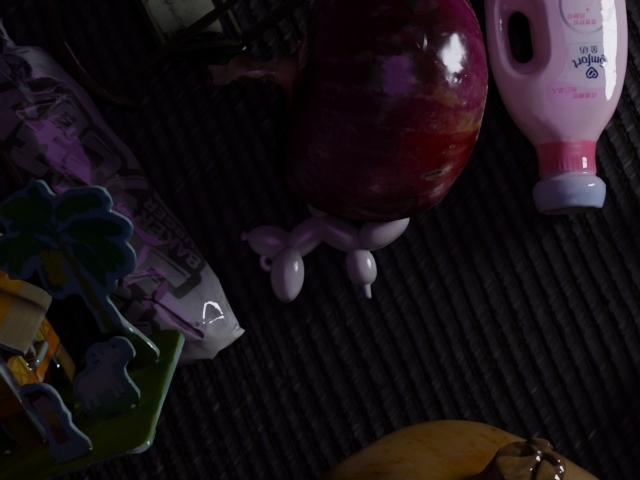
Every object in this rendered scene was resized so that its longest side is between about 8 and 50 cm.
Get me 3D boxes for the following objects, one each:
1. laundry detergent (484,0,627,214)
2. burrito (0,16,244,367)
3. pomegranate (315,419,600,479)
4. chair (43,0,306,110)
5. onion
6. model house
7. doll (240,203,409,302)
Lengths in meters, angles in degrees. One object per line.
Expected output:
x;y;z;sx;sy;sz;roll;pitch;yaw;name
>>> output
0.267;-0.197;1.907;0.159;0.088;0.335;-3;84;3;laundry detergent
-0.254;-0.047;1.871;0.139;0.101;0.445;-34;88;6;burrito
0.148;0.356;1.693;0.412;0.411;0.411;0;83;-1;pomegranate
-0.161;-0.280;1.879;0.272;0.166;0.188;-30;83;37;chair
0.069;-0.164;1.807;0.272;0.230;0.256;-14;67;-24;onion
-0.347;0.086;1.682;0.358;0.242;0.312;-19;117;17;model house
0.000;0.000;1.892;0.161;0.059;0.160;30;82;1;doll
